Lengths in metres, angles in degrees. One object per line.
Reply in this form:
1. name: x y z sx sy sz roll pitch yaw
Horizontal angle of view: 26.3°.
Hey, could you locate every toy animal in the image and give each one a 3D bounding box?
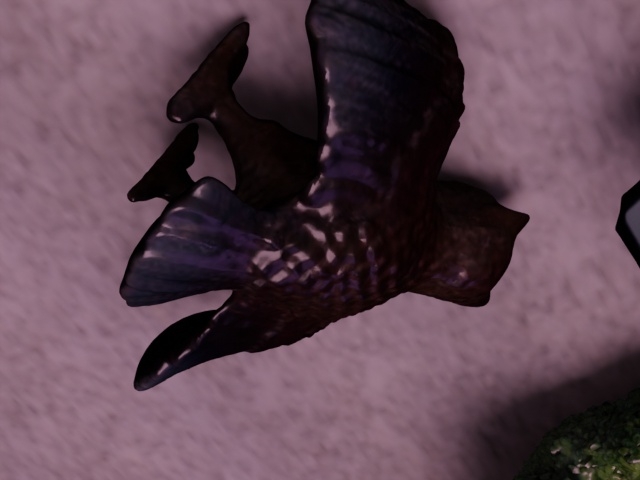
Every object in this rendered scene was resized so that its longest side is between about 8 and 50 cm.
1. toy animal: 0.007 0.001 0.581 0.180 0.116 0.218 19 121 -18

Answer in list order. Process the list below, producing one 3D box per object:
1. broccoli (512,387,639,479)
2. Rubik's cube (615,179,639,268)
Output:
1. broccoli: 0.194 0.197 0.703 0.269 0.242 0.261 -9 117 -34
2. Rubik's cube: 0.261 0.015 0.531 0.184 0.182 0.187 9 136 -43
